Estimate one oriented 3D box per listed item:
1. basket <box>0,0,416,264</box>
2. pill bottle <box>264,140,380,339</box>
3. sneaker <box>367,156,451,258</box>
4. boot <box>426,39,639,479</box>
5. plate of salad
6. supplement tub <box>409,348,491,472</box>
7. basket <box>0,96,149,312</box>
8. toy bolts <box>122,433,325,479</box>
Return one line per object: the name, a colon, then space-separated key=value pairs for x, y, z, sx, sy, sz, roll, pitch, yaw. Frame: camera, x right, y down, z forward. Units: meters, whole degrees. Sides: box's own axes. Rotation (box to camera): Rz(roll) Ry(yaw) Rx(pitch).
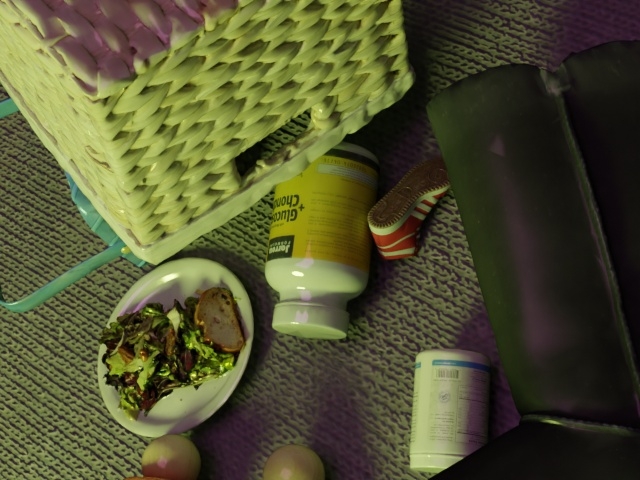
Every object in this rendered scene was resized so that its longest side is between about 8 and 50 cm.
basket: x=-0.135 y=-0.227 z=1.081 sx=0.328 sy=0.266 sz=0.331 roll=-35 pitch=64 yaw=-14
pill bottle: x=0.000 y=0.000 z=1.174 sx=0.103 sy=0.103 sz=0.184 roll=-1 pitch=73 yaw=29
sneaker: x=0.095 y=-0.029 z=1.173 sx=0.118 sy=0.067 sz=0.042 roll=-38 pitch=52 yaw=-21
boot: x=0.153 y=0.063 z=0.995 sx=0.367 sy=0.146 sz=0.445 roll=-6 pitch=72 yaw=-6
plate of salad: x=-0.161 y=0.108 z=1.255 sx=0.200 sy=0.048 sz=0.200 roll=-12 pitch=63 yaw=26
supplement tub: x=0.118 y=0.155 z=1.079 sx=0.071 sy=0.071 sz=0.107 roll=-2 pitch=74 yaw=29
basket: x=-0.251 y=-0.087 z=1.284 sx=0.289 sy=0.201 sz=0.255 roll=-30 pitch=63 yaw=7
toy bolts: x=-0.105 y=0.253 z=1.112 sx=0.228 sy=0.218 sz=0.158 roll=5 pitch=69 yaw=12
